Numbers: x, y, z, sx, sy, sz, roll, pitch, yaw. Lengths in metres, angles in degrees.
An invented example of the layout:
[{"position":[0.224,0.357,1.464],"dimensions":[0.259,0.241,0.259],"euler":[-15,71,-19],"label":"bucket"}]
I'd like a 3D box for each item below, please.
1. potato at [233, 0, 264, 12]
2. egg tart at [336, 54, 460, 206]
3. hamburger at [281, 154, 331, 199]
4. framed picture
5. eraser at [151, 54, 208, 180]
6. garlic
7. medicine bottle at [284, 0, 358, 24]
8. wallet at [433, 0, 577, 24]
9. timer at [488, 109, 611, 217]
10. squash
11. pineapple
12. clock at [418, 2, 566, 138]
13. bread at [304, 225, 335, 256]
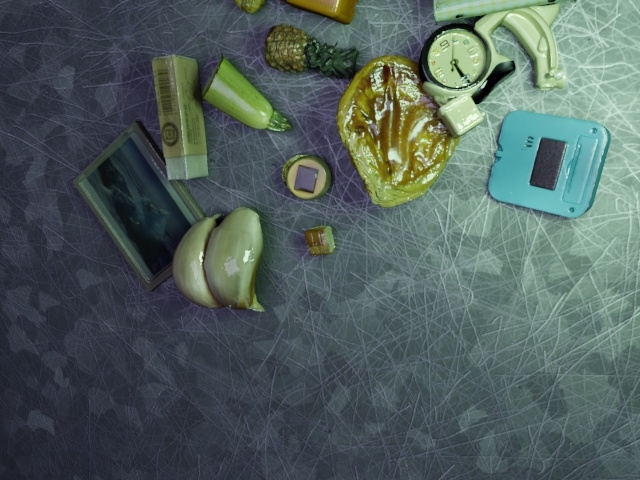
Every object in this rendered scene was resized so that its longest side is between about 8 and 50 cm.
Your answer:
[{"position":[-0.205,-0.705,1.634],"dimensions":[0.107,0.080,0.171],"euler":[-11,95,8],"label":"potato"},{"position":[0.191,-0.283,1.528],"dimensions":[0.339,0.153,0.352],"euler":[-35,102,-10],"label":"egg tart"},{"position":[-0.040,-0.176,1.680],"dimensions":[0.141,0.081,0.127],"euler":[-3,102,7],"label":"hamburger"},{"position":[-0.556,-0.099,1.896],"dimensions":[0.326,0.028,0.446],"euler":[-36,88,21],"label":"framed picture"},{"position":[-0.398,-0.349,1.733],"dimensions":[0.078,0.144,0.344],"euler":[-2,99,17],"label":"eraser"},{"position":[-0.281,0.065,1.753],"dimensions":[0.286,0.249,0.313],"euler":[21,121,43],"label":"garlic"},{"position":[-0.021,-0.644,1.544],"dimensions":[0.222,0.149,0.112],"euler":[24,106,13],"label":"medicine bottle"},{"position":[0.415,-0.609,1.374],"dimensions":[0.309,0.077,0.223],"euler":[-3,67,17],"label":"wallet"},{"position":[0.561,-0.192,1.491],"dimensions":[0.249,0.091,0.232],"euler":[18,107,27],"label":"timer"},{"position":[-0.217,-0.376,1.678],"dimensions":[0.287,0.137,0.137],"euler":[43,110,4],"label":"squash"},{"position":[-0.021,-0.492,1.594],"dimensions":[0.247,0.128,0.128],"euler":[16,105,11],"label":"pineapple"},{"position":[0.422,-0.433,1.426],"dimensions":[0.378,0.120,0.277],"euler":[-29,89,5],"label":"clock"},{"position":[-0.002,0.001,1.702],"dimensions":[0.070,0.076,0.083],"euler":[-12,98,17],"label":"bread"}]
